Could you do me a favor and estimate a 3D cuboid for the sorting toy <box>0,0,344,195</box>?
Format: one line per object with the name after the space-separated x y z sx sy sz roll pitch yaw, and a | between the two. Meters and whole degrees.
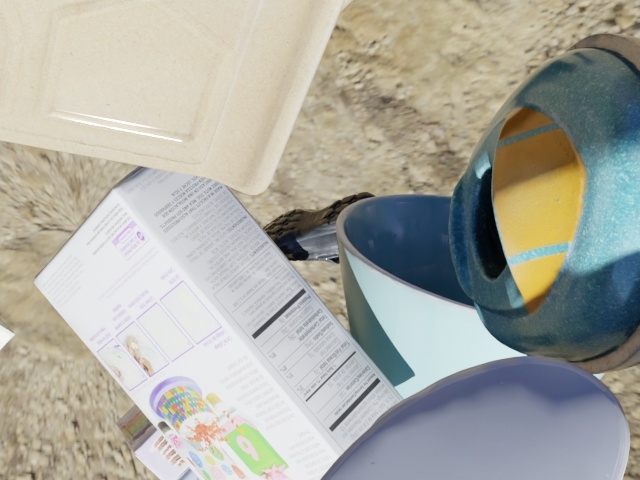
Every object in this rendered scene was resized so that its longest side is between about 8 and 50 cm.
-0.090 -0.151 0.436 0.229 0.307 0.041 13 45 -12 | sorting toy

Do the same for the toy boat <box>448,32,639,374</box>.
0.143 0.044 0.670 0.148 0.267 0.318 -1 74 -12 | toy boat

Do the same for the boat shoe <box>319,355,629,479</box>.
0.017 0.146 0.487 0.258 0.084 0.095 -36 71 -12 | boat shoe

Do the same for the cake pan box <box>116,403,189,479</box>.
-0.132 0.175 1.494 0.267 0.246 0.070 -44 102 -9 | cake pan box

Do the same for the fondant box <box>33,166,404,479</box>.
-0.094 0.099 1.093 0.330 0.238 0.096 51 54 -2 | fondant box

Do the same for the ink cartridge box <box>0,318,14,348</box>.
-0.498 0.047 1.461 0.171 0.235 0.056 39 82 29 | ink cartridge box

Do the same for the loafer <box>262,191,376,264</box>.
0.000 0.000 1.498 0.078 0.223 0.076 53 47 -24 | loafer

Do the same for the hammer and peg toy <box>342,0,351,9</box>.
-0.006 -0.334 1.006 0.127 0.361 0.266 -26 85 -41 | hammer and peg toy

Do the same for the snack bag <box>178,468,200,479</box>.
0.006 0.325 1.681 0.323 0.037 0.342 37 72 9 | snack bag

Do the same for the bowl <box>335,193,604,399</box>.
0.153 0.083 1.160 0.311 0.311 0.163 7 110 -11 | bowl
